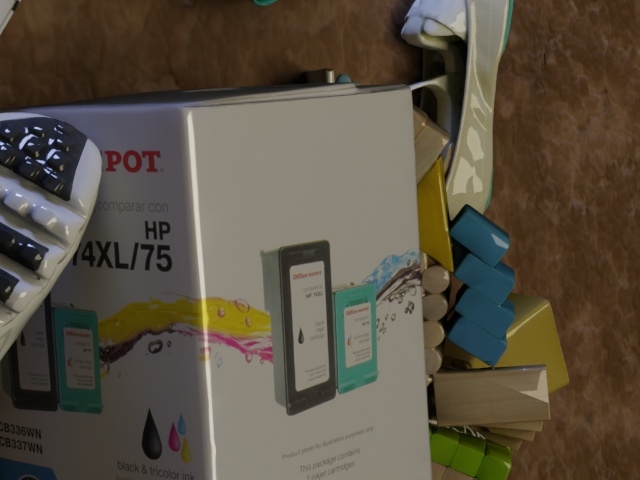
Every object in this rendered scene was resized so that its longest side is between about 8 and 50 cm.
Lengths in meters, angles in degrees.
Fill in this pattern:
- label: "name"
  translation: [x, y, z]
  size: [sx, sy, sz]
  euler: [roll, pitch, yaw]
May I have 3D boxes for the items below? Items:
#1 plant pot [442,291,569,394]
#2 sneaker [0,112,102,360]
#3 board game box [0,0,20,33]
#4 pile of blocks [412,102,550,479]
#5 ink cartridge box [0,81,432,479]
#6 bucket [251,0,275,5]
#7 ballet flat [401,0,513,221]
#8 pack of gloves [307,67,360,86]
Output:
- label: "plant pot"
  translation: [0.139, 0.096, 1.320]
  size: [0.083, 0.081, 0.081]
  euler: [-32, 117, -32]
- label: "sneaker"
  translation: [-0.217, 0.058, 0.846]
  size: [0.292, 0.110, 0.118]
  euler: [-53, 168, -13]
- label: "board game box"
  translation: [-0.257, -0.229, 0.827]
  size: [0.305, 0.053, 0.193]
  euler: [54, 44, -37]
- label: "pile of blocks"
  translation: [0.095, 0.073, 1.218]
  size: [0.112, 0.149, 0.362]
  euler: [-61, 149, -77]
- label: "ink cartridge box"
  translation: [-0.071, 0.045, 0.975]
  size: [0.197, 0.198, 0.270]
  euler: [-11, 100, -48]
- label: "bucket"
  translation: [-0.001, -0.288, 1.047]
  size: [0.281, 0.183, 0.281]
  euler: [-5, 97, -49]
- label: "ballet flat"
  translation: [0.100, -0.134, 1.264]
  size: [0.086, 0.086, 0.248]
  euler: [0, 94, -50]
- label: "pack of gloves"
  translation: [0.000, 0.000, 1.103]
  size: [0.046, 0.195, 0.232]
  euler: [-5, 97, -12]
